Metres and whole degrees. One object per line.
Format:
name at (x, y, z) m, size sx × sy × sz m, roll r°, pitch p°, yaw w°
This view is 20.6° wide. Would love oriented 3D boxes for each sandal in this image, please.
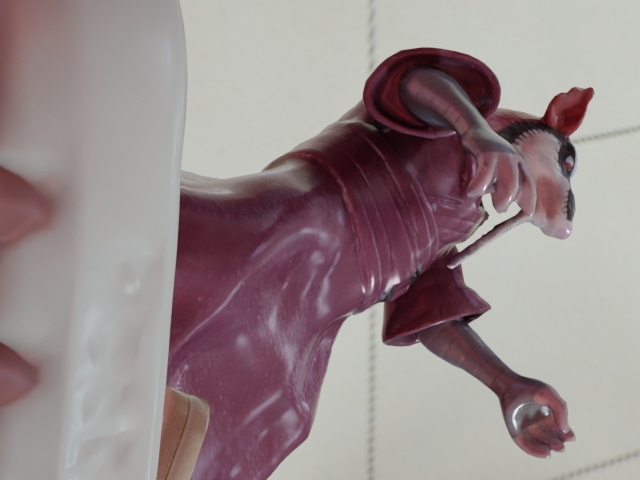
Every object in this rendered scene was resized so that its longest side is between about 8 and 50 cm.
sandal at (-0.063, 0.110, 0.424) m, size 0.102 × 0.169 × 0.416 m, roll -7°, pitch 123°, yaw -30°

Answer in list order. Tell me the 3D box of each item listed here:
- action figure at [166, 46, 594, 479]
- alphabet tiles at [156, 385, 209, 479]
action figure at (0.000, 0.000, 0.972) m, size 0.370 × 0.276 × 0.248 m, roll -30°, pitch 138°, yaw -32°
alphabet tiles at (-0.120, 0.193, 0.675) m, size 0.021 × 0.278 × 0.284 m, roll 26°, pitch 70°, yaw -19°
